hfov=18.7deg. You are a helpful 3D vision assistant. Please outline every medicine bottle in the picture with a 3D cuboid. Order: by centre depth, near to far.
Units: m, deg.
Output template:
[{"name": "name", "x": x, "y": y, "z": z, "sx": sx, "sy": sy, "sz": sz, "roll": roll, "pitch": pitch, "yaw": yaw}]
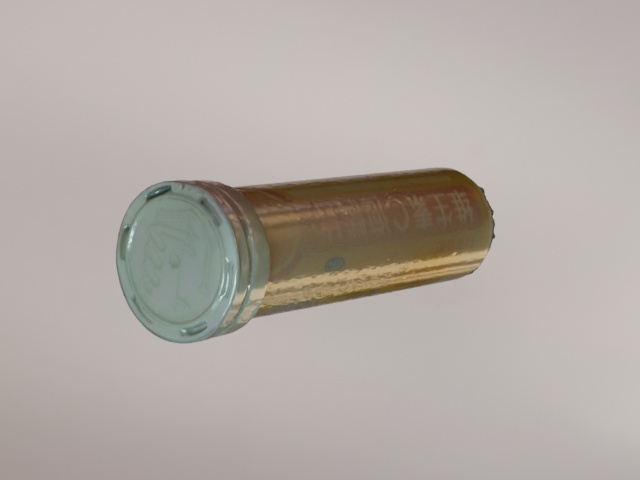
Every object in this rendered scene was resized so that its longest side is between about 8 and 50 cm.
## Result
[{"name": "medicine bottle", "x": 0.000, "y": 0.000, "z": 0.943, "sx": 0.218, "sy": 0.074, "sz": 0.074, "roll": -9, "pitch": -56, "yaw": -53}]
